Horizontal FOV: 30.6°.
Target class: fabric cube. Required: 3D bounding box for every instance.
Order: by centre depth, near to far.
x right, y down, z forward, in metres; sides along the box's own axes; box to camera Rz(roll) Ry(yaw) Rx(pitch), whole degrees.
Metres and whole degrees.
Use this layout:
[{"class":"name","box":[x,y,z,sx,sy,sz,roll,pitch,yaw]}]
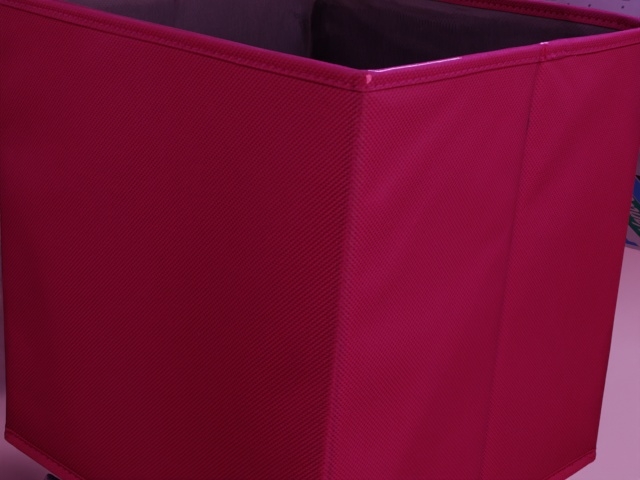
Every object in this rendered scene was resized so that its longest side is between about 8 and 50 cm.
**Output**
[{"class":"fabric cube","box":[0.000,0.000,0.632,0.259,0.254,0.258,-17,117,-46]}]

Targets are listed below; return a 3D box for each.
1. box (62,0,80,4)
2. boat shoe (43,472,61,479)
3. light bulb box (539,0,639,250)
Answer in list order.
[{"class":"box","box":[-0.201,-0.078,0.620,0.067,0.063,0.324,35,77,-38]},{"class":"boat shoe","box":[-0.203,0.293,0.678,0.340,0.158,0.127,-50,171,3]},{"class":"light bulb box","box":[0.308,-0.138,0.816,0.358,0.361,0.225,38,77,-37]}]
